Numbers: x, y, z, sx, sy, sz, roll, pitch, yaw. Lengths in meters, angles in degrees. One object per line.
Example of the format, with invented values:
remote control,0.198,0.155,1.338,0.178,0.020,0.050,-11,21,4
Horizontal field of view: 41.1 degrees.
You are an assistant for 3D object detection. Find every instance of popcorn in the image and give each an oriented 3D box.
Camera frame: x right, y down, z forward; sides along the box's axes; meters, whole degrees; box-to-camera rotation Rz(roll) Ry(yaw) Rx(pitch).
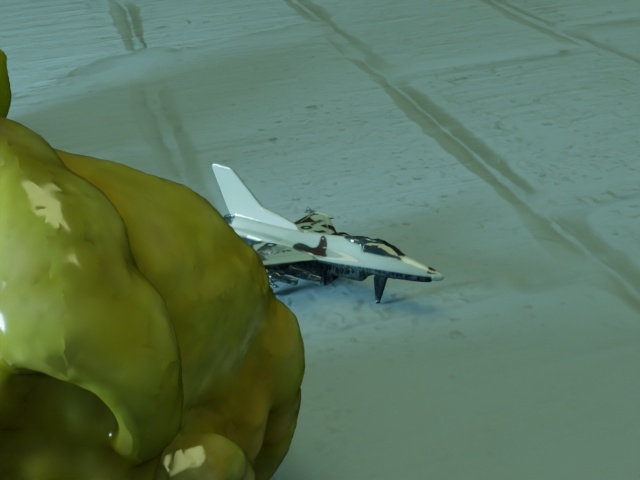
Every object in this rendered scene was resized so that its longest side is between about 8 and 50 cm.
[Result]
popcorn,-0.165,0.076,0.470,0.297,0.281,0.316,0,-11,19

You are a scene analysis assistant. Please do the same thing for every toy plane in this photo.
toy plane,-0.008,0.012,0.739,0.234,0.082,0.160,27,29,21

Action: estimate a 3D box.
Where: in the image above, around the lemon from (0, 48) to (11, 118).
lemon,-0.472,-0.184,1.023,0.192,0.192,0.231,-24,31,-32
